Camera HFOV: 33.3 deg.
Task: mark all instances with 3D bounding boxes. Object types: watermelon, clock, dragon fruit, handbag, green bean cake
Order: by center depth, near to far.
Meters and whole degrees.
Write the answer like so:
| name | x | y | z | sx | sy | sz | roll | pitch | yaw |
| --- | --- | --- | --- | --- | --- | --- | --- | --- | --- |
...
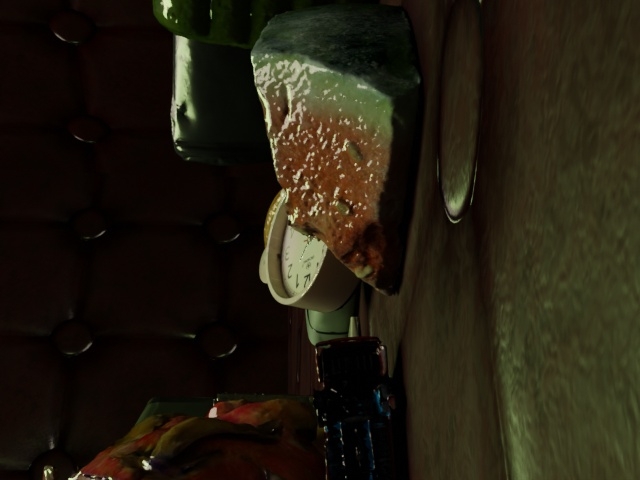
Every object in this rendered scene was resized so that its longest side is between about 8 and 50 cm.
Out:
| name | x | y | z | sx | sy | sz | roll | pitch | yaw |
| --- | --- | --- | --- | --- | --- | --- | --- | --- | --- |
| watermelon | 0.024 | -0.063 | 0.937 | 0.193 | 0.140 | 0.256 | -78 | -15 | -62 |
| dragon fruit | -0.071 | 0.266 | 1.008 | 0.314 | 0.263 | 0.296 | 54 | 137 | 11 |
| clock | 0.000 | 0.000 | 1.180 | 0.229 | 0.063 | 0.155 | -31 | 50 | 52 |
| green bean cake | -0.064 | -0.323 | 1.220 | 0.250 | 0.247 | 0.156 | -95 | 8 | -52 |
| handbag | -0.070 | -0.251 | 1.475 | 0.275 | 0.178 | 0.301 | -25 | -55 | -54 |

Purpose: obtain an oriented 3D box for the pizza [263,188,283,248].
| name | x | y | z | sx | sy | sz | roll | pitch | yaw |
| --- | --- | --- | --- | --- | --- | --- | --- | --- | --- |
| pizza | -0.043 | -0.014 | 1.942 | 0.058 | 0.127 | 0.246 | -56 | -33 | -53 |

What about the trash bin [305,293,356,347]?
| name | x | y | z | sx | sy | sz | roll | pitch | yaw |
| --- | --- | --- | --- | --- | --- | --- | --- | --- | --- |
| trash bin | 0.014 | 0.048 | 1.311 | 0.116 | 0.059 | 0.130 | -98 | 11 | -60 |

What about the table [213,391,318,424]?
| name | x | y | z | sx | sy | sz | roll | pitch | yaw |
| --- | --- | --- | --- | --- | --- | --- | --- | --- | --- |
| table | -0.062 | 0.287 | 1.421 | 0.193 | 0.173 | 0.169 | 85 | -174 | -82 |

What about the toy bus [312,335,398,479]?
| name | x | y | z | sx | sy | sz | roll | pitch | yaw |
| --- | --- | --- | --- | --- | --- | --- | --- | --- | --- |
| toy bus | 0.033 | 0.196 | 0.870 | 0.096 | 0.074 | 0.234 | 85 | -177 | -54 |

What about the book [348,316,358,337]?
| name | x | y | z | sx | sy | sz | roll | pitch | yaw |
| --- | --- | --- | --- | --- | --- | --- | --- | --- | --- |
| book | 0.035 | 0.197 | 1.259 | 0.127 | 0.014 | 0.181 | -91 | 4 | -56 |

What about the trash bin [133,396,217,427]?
| name | x | y | z | sx | sy | sz | roll | pitch | yaw |
| --- | --- | --- | --- | --- | --- | --- | --- | --- | --- |
| trash bin | -0.203 | 0.326 | 1.470 | 0.240 | 0.122 | 0.164 | -69 | -21 | -82 |
